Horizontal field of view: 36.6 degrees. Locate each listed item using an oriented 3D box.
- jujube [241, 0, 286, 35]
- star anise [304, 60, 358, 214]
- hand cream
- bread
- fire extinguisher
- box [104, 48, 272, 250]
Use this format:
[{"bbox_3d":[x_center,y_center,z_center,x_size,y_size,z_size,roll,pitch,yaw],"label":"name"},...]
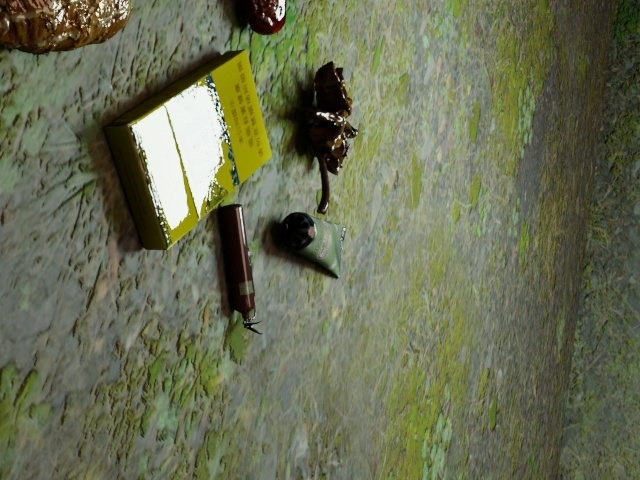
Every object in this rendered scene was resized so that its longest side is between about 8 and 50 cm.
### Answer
[{"bbox_3d":[-0.073,-0.342,1.302,0.077,0.077,0.129,-25,116,-61],"label":"jujube"},{"bbox_3d":[0.011,-0.167,1.444,0.234,0.073,0.177,-77,162,-60],"label":"star anise"},{"bbox_3d":[0.000,0.000,1.457,0.235,0.055,0.086,26,69,-68],"label":"hand cream"},{"bbox_3d":[-0.248,-0.240,0.953,0.233,0.076,0.104,-32,119,-61],"label":"bread"},{"bbox_3d":[-0.104,0.037,1.274,0.049,0.035,0.173,-146,-131,-76],"label":"fire extinguisher"},{"bbox_3d":[-0.149,-0.119,1.180,0.279,0.041,0.153,-49,133,-53],"label":"box"}]
